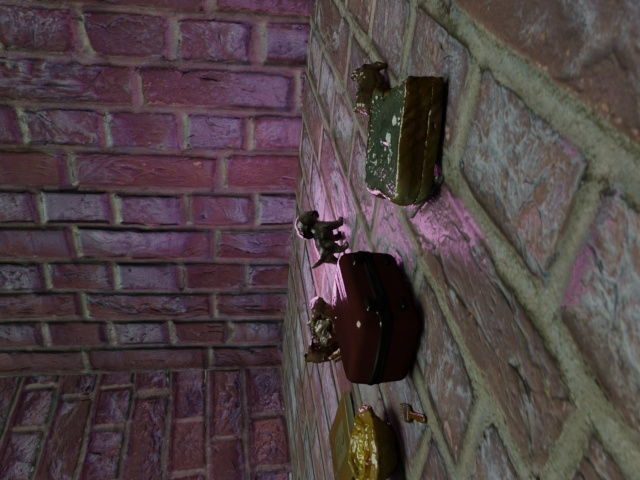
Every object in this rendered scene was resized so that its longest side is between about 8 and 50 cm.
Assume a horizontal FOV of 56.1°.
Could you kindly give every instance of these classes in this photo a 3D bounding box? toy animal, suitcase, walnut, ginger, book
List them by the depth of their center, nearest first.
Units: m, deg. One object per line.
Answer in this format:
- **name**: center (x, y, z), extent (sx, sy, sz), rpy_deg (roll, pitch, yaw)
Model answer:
- **suitcase**: center (0.127, 0.186, 1.482), extent (0.297, 0.161, 0.236), rpy_deg (-105, 18, -54)
- **ginger**: center (0.142, -0.357, 1.598), extent (0.084, 0.122, 0.290), rpy_deg (45, -148, -57)
- **toy animal**: center (0.080, 0.351, 2.021), extent (0.255, 0.116, 0.114), rpy_deg (97, -167, -61)
- **book**: center (0.082, 0.737, 2.137), extent (0.389, 0.032, 0.269), rpy_deg (102, 163, -51)
- **walnut**: center (0.023, 0.324, 2.175), extent (0.204, 0.141, 0.238), rpy_deg (4, -89, -83)
- **toy animal**: center (0.010, -0.010, 2.191), extent (0.121, 0.169, 0.233), rpy_deg (103, 150, -53)

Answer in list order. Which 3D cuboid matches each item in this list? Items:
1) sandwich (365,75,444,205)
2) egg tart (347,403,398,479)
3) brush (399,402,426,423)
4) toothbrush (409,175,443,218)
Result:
- **sandwich**: center (0.177, -0.221, 1.356), extent (0.301, 0.099, 0.271), rpy_deg (-137, 55, -77)
- **egg tart**: center (0.141, 0.551, 1.575), extent (0.241, 0.106, 0.241), rpy_deg (-177, 90, -79)
- **brush**: center (0.216, 0.409, 1.406), extent (0.170, 0.014, 0.043), rpy_deg (140, 131, -76)
- **toothbrush**: center (0.229, -0.094, 1.313), extent (0.194, 0.017, 0.014), rpy_deg (112, 160, -66)
